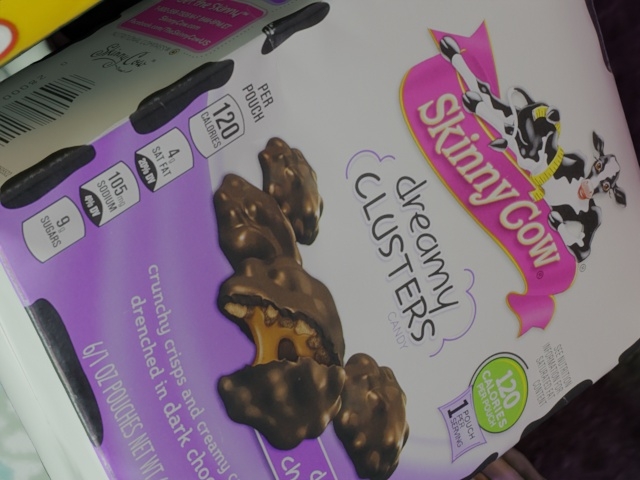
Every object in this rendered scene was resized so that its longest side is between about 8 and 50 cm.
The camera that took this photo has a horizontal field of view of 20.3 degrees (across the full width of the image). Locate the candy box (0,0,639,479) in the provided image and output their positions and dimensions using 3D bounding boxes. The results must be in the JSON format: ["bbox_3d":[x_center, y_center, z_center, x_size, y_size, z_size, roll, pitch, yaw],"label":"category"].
[{"bbox_3d":[0.000,0.000,0.527,0.196,0.070,0.165,-34,121,-22],"label":"candy box"}]

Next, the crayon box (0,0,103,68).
[{"bbox_3d":[-0.186,-0.145,0.376,0.363,0.106,0.313,-32,135,7],"label":"crayon box"}]

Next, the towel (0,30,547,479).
[{"bbox_3d":[-0.138,0.123,0.669,0.374,0.090,0.320,-34,126,16],"label":"towel"}]
